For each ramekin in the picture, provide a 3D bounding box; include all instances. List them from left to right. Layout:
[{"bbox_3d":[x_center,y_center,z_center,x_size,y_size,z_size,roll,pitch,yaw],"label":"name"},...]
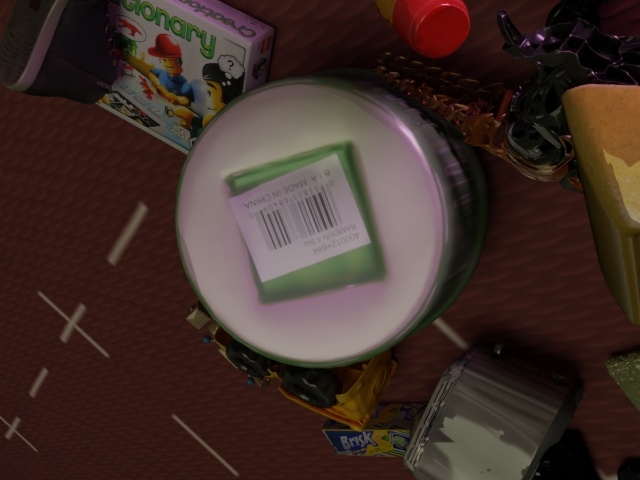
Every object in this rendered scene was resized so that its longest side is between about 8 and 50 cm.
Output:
[{"bbox_3d":[0.006,-0.022,0.725,0.303,0.148,0.303,3,99,18],"label":"ramekin"}]

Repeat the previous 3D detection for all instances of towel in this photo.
[{"bbox_3d":[0.389,0.168,0.784,0.148,0.027,0.110,47,138,-7],"label":"towel"}]

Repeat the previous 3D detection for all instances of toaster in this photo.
[{"bbox_3d":[0.198,0.234,0.867,0.146,0.129,0.227,28,105,23],"label":"toaster"}]

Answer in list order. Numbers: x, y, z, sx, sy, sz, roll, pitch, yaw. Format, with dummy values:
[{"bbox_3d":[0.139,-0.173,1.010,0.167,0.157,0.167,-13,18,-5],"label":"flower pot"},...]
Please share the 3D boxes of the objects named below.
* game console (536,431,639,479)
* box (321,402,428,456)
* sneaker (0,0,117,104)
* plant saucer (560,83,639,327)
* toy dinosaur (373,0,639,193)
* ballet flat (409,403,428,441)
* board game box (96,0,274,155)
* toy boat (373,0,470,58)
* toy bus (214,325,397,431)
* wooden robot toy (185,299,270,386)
[{"bbox_3d":[0.395,0.327,0.899,0.361,0.044,0.213,-8,120,40],"label":"game console"},{"bbox_3d":[0.086,0.275,1.066,0.169,0.059,0.054,-13,114,42],"label":"box"},{"bbox_3d":[-0.261,-0.258,0.808,0.083,0.118,0.222,44,110,26],"label":"sneaker"},{"bbox_3d":[0.353,0.020,0.529,0.333,0.081,0.333,11,161,29],"label":"plant saucer"},{"bbox_3d":[0.207,-0.108,0.605,0.322,0.164,0.218,-3,146,4],"label":"toy dinosaur"},{"bbox_3d":[0.200,0.320,0.998,0.250,0.084,0.058,59,165,-23],"label":"ballet flat"},{"bbox_3d":[-0.207,-0.225,0.878,0.305,0.053,0.193,29,135,14],"label":"board game box"},{"bbox_3d":[0.110,-0.285,0.483,0.267,0.148,0.318,8,130,-26],"label":"toy boat"},{"bbox_3d":[-0.006,0.164,1.001,0.220,0.149,0.211,17,148,28],"label":"toy bus"},{"bbox_3d":[-0.119,0.145,1.124,0.173,0.076,0.079,45,102,-3],"label":"wooden robot toy"}]
